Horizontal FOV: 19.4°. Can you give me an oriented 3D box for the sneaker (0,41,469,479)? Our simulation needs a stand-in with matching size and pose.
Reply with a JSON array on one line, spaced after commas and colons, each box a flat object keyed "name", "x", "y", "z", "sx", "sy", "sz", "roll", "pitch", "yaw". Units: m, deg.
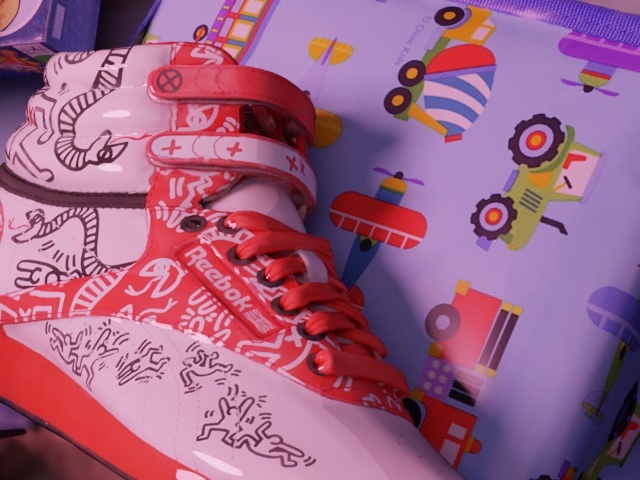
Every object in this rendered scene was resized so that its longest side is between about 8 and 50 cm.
[{"name": "sneaker", "x": -0.026, "y": 0.014, "z": 0.632, "sx": 0.270, "sy": 0.090, "sz": 0.145, "roll": 21, "pitch": 86, "yaw": 42}]

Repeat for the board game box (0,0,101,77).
[{"name": "board game box", "x": -0.150, "y": -0.170, "z": 0.831, "sx": 0.136, "sy": 0.035, "sz": 0.201, "roll": -3, "pitch": 73, "yaw": 30}]

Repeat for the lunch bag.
[{"name": "lunch bag", "x": 0.000, "y": 0.000, "z": 0.741, "sx": 0.293, "sy": 0.138, "sz": 0.221, "roll": 22, "pitch": 82, "yaw": 26}]
